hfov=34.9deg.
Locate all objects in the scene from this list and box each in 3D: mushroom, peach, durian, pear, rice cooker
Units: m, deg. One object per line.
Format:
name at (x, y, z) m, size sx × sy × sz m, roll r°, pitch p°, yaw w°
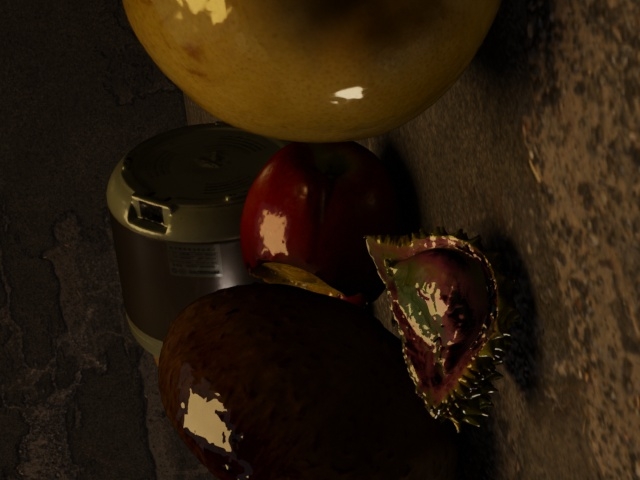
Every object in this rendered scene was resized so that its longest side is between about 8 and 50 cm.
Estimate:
mushroom at (-0.046, 0.202, 1.104) m, size 0.331 × 0.356 × 0.334 m, roll 54°, pitch -157°, yaw -6°
peach at (0.000, 0.000, 1.166) m, size 0.196 × 0.190 × 0.226 m, roll -124°, pitch 32°, yaw -44°
durian at (0.134, 0.060, 0.884) m, size 0.108 × 0.119 × 0.186 m, roll -37°, pitch 60°, yaw 34°
pear at (-0.009, -0.221, 0.785) m, size 0.314 × 0.314 × 0.314 m, roll 170°, pitch 90°, yaw -78°
rice cooker at (-0.148, 0.019, 1.546) m, size 0.335 × 0.335 × 0.325 m, roll -118°, pitch 22°, yaw -55°

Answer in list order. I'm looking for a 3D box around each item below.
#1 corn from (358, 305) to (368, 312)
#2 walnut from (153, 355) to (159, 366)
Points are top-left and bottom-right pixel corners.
corn at (0.026, 0.128, 1.387) m, size 0.091 × 0.091 × 0.260 m, roll -14°, pitch -86°, yaw -67°
walnut at (-0.189, 0.176, 1.973) m, size 0.333 × 0.333 × 0.332 m, roll 170°, pitch 90°, yaw -78°
